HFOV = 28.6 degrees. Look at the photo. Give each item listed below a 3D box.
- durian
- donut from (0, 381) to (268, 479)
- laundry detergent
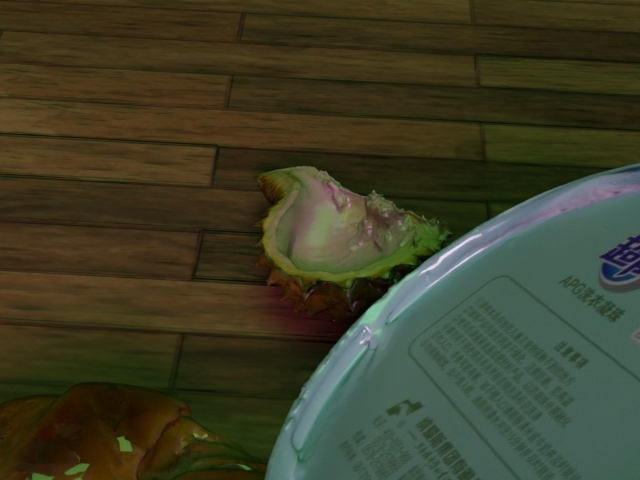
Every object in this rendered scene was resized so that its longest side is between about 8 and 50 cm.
[{"bbox_3d":[0.008,0.006,1.016,0.140,0.078,0.224,-29,37,-16],"label":"durian"},{"bbox_3d":[-0.148,0.230,0.665,0.360,0.170,0.360,2,38,-2],"label":"donut"},{"bbox_3d":[0.171,0.165,0.617,0.287,0.305,0.287,-30,23,15],"label":"laundry detergent"}]
